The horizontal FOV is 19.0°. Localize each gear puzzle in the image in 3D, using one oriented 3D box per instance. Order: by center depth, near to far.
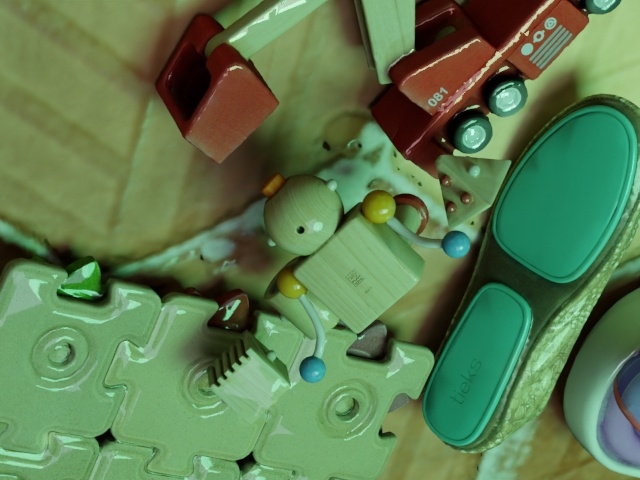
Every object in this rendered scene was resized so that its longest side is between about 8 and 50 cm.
[{"bbox_3d":[-0.117,0.088,0.913,0.339,0.044,0.175,14,109,-32],"label":"gear puzzle"}]

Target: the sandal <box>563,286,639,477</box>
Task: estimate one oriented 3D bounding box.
[{"bbox_3d":[0.331,0.108,1.082,0.416,0.102,0.169,1,124,-20],"label":"sandal"}]

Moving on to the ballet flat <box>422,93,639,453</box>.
[{"bbox_3d":[0.114,0.015,0.963,0.067,0.073,0.206,-9,134,-53],"label":"ballet flat"}]

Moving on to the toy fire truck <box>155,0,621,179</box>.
[{"bbox_3d":[0.036,-0.097,0.850,0.192,0.047,0.135,-47,128,12],"label":"toy fire truck"}]

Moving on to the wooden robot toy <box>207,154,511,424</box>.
[{"bbox_3d":[0.000,0.000,0.862,0.079,0.076,0.173,41,115,-15],"label":"wooden robot toy"}]

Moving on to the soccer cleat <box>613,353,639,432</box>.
[{"bbox_3d":[0.266,0.086,0.961,0.248,0.083,0.095,17,128,-17],"label":"soccer cleat"}]
